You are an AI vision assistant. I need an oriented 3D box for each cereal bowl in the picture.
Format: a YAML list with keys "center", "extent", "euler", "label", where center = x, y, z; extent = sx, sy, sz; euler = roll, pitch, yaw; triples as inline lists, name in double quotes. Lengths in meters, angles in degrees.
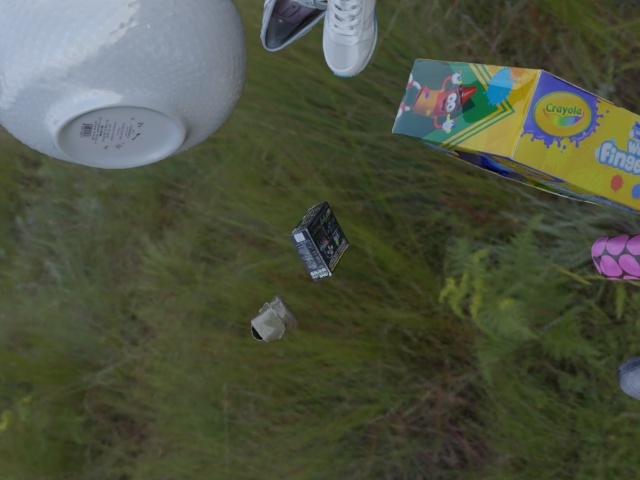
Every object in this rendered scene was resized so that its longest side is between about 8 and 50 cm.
- center: [-0.251, -0.186, 1.217]
  extent: [0.339, 0.339, 0.141]
  euler: [-38, 55, 50]
  label: "cereal bowl"

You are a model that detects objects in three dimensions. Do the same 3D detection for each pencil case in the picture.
- center: [0.620, 0.034, 1.874]
  extent: [0.095, 0.098, 0.209]
  euler: [-31, 13, -24]
  label: "pencil case"

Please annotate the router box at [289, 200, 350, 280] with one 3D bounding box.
- center: [0.000, 0.000, 1.658]
  extent: [0.038, 0.092, 0.122]
  euler: [-21, 17, 26]
  label: "router box"

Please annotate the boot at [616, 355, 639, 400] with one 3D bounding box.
- center: [0.536, 0.280, 1.255]
  extent: [0.118, 0.338, 0.223]
  euler: [126, 158, -60]
  label: "boot"

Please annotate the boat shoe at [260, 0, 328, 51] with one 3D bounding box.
- center: [-0.029, -0.420, 1.703]
  extent: [0.320, 0.118, 0.103]
  euler: [-14, 58, 66]
  label: "boat shoe"

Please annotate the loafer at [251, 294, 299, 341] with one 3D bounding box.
- center: [-0.071, 0.124, 1.458]
  extent: [0.050, 0.056, 0.148]
  euler: [-36, -10, -18]
  label: "loafer"

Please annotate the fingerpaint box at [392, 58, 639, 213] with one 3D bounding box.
- center: [0.422, -0.182, 1.817]
  extent: [0.371, 0.444, 0.163]
  euler: [24, 96, 59]
  label: "fingerpaint box"

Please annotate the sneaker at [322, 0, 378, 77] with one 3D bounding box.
- center: [0.043, -0.356, 1.447]
  extent: [0.092, 0.087, 0.229]
  euler: [-21, -59, -68]
  label: "sneaker"
